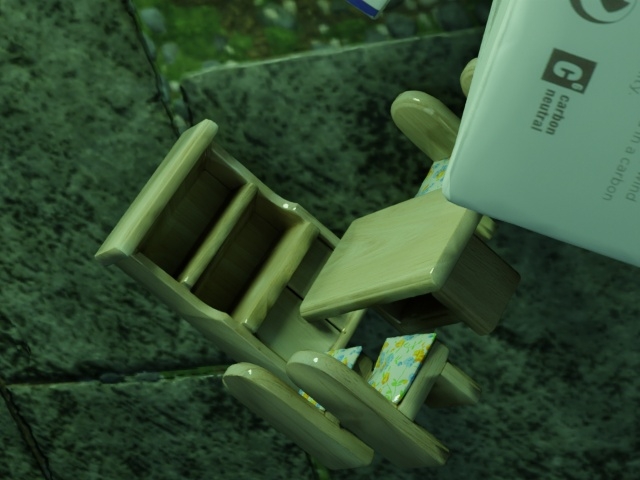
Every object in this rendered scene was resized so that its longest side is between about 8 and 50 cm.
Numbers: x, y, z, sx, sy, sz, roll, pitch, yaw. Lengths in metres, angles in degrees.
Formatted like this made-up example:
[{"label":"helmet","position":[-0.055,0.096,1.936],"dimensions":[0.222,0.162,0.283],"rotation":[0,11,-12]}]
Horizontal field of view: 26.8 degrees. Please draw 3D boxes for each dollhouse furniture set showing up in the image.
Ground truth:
[{"label":"dollhouse furniture set","position":[0.000,0.000,0.778],"dimensions":[0.161,0.212,0.242],"rotation":[40,153,-17]}]

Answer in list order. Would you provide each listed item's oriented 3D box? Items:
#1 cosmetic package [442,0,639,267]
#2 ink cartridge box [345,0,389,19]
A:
[{"label":"cosmetic package","position":[0.306,-0.066,0.623],"dimensions":[0.453,0.230,0.161],"rotation":[19,130,2]},{"label":"ink cartridge box","position":[0.058,-0.292,0.627],"dimensions":[0.176,0.069,0.371],"rotation":[33,126,-9]}]
